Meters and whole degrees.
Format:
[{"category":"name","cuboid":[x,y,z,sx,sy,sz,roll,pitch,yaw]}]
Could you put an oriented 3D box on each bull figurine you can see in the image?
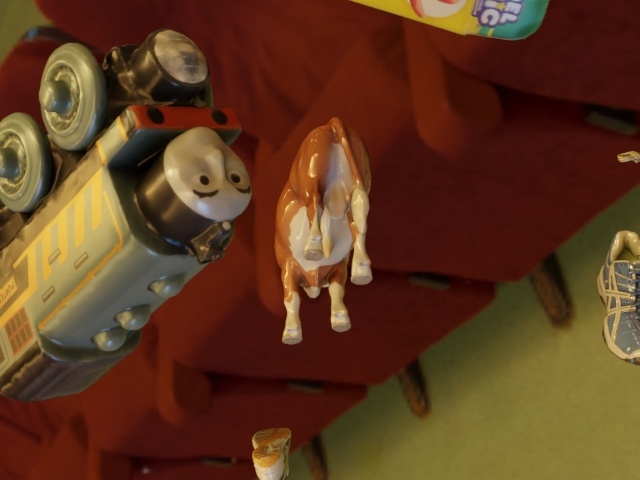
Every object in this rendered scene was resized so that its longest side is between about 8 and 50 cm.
[{"category":"bull figurine","cuboid":[0.000,0.000,1.273,0.310,0.101,0.188,97,170,-56]}]

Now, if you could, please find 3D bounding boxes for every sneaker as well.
[{"category":"sneaker","cuboid":[-0.041,0.183,0.931,0.083,0.032,0.037,-60,-38,-76]},{"category":"sneaker","cuboid":[0.374,0.069,1.333,0.211,0.080,0.081,-95,1,-56]}]

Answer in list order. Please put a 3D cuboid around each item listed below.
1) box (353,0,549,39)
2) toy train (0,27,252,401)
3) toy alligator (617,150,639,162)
[{"category":"box","cuboid":[0.007,-0.144,0.402,0.179,0.043,0.105,21,133,13]},{"category":"toy train","cuboid":[-0.174,-0.013,0.863,0.334,0.142,0.190,-38,68,39]},{"category":"toy alligator","cuboid":[0.487,-0.101,1.457,0.190,0.056,0.051,-7,113,27]}]
